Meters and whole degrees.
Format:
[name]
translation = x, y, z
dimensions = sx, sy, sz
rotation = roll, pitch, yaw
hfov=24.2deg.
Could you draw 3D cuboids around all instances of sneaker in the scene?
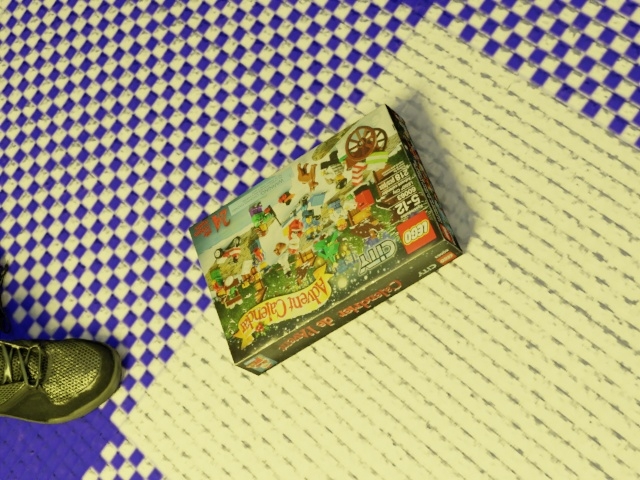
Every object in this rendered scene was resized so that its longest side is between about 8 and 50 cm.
[sneaker]
translation = -0.316, 0.128, 1.469
dimensions = 0.227, 0.130, 0.087
rotation = -1, 71, 18

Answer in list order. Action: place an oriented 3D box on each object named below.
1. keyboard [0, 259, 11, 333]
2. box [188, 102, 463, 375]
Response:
[keyboard]
translation = -0.381, 0.052, 1.598
dimensions = 0.100, 0.038, 0.192
rotation = -18, 64, 24
[box]
translation = 0.000, 0.000, 1.385
dimensions = 0.233, 0.044, 0.159
rotation = -32, 58, 17
